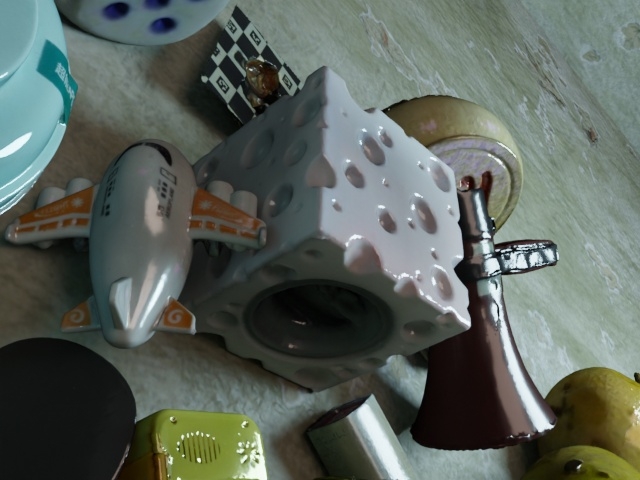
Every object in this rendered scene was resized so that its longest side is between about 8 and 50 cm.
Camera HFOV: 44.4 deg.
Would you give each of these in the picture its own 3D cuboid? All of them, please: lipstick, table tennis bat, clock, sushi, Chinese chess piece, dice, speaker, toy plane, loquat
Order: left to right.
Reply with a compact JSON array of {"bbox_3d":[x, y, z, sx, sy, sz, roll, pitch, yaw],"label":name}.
[{"bbox_3d":[-0.250,0.193,0.617,0.154,0.021,0.274,28,49,-4],"label":"table tennis bat"},{"bbox_3d":[-0.217,-0.361,0.940,0.191,0.194,0.193,4,65,-49],"label":"dice"},{"bbox_3d":[-0.172,-0.006,0.751,0.244,0.117,0.245,1,53,-1],"label":"toy plane"},{"bbox_3d":[-0.115,0.262,0.707,0.143,0.096,0.202,16,53,-42],"label":"clock"},{"bbox_3d":[-0.098,-0.210,1.116,0.193,0.040,0.210,46,34,-31],"label":"sushi"},{"bbox_3d":[0.082,0.313,0.930,0.077,0.079,0.253,-26,86,-55],"label":"lipstick"},{"bbox_3d":[0.159,-0.082,1.144,0.270,0.270,0.112,27,29,-38],"label":"Chinese chess piece"},{"bbox_3d":[0.240,0.094,1.053,0.259,0.198,0.330,-2,91,-11],"label":"speaker"},{"bbox_3d":[0.472,0.318,1.284,0.244,0.243,0.244,31,44,-35],"label":"loquat"}]

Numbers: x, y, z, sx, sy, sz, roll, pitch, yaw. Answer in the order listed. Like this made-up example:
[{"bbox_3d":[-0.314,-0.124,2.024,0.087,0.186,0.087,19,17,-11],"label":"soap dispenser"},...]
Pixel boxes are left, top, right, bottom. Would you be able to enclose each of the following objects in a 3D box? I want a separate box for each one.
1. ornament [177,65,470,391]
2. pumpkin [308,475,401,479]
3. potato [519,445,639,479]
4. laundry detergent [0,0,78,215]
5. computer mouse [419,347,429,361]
[{"bbox_3d":[0.000,0.000,0.913,0.239,0.239,0.240,33,42,-34],"label":"ornament"},{"bbox_3d":[0.057,0.315,0.777,0.223,0.223,0.157,22,76,-41],"label":"pumpkin"},{"bbox_3d":[0.364,0.479,1.046,0.296,0.289,0.397,8,77,-80],"label":"potato"},{"bbox_3d":[-0.337,-0.095,0.501,0.287,0.305,0.287,30,45,-36],"label":"laundry detergent"},{"bbox_3d":[0.211,0.105,1.239,0.145,0.082,0.236,60,34,-2],"label":"computer mouse"}]
